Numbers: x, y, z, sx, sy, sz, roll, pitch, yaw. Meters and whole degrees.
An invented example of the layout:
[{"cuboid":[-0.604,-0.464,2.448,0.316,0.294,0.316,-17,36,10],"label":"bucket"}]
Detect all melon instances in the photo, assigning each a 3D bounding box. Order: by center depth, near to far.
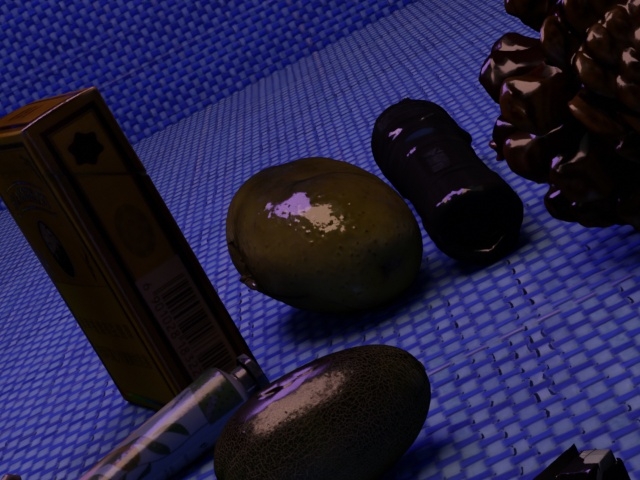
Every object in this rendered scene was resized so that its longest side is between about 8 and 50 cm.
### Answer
[{"cuboid":[0.003,0.130,1.048,0.162,0.099,0.099,-31,14,-11],"label":"melon"}]

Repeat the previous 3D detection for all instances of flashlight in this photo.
[{"cuboid":[0.118,-0.066,1.552,0.103,0.103,0.424,-27,15,2],"label":"flashlight"}]

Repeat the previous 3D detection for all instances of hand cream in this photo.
[{"cuboid":[-0.147,0.185,1.251,0.256,0.055,0.088,-38,16,-15],"label":"hand cream"}]

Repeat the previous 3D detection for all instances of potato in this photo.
[{"cuboid":[0.000,0.000,1.457,0.169,0.143,0.248,-28,22,-19],"label":"potato"}]

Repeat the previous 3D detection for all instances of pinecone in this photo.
[{"cuboid":[0.248,-0.117,1.224,0.264,0.264,0.264,-26,13,7],"label":"pinecone"}]

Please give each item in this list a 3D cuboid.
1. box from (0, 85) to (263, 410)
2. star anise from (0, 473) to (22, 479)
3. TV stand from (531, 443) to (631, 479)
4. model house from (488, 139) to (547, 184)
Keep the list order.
[{"cuboid":[-0.191,0.013,1.410,0.084,0.301,0.193,-35,15,-23],"label":"box"},{"cuboid":[-0.319,0.265,1.153,0.223,0.109,0.236,-21,-4,-5],"label":"star anise"},{"cuboid":[0.210,0.131,0.746,0.040,0.049,0.256,-35,15,-32],"label":"TV stand"},{"cuboid":[0.278,-0.154,1.447,0.254,0.160,0.196,-24,14,19],"label":"model house"}]
